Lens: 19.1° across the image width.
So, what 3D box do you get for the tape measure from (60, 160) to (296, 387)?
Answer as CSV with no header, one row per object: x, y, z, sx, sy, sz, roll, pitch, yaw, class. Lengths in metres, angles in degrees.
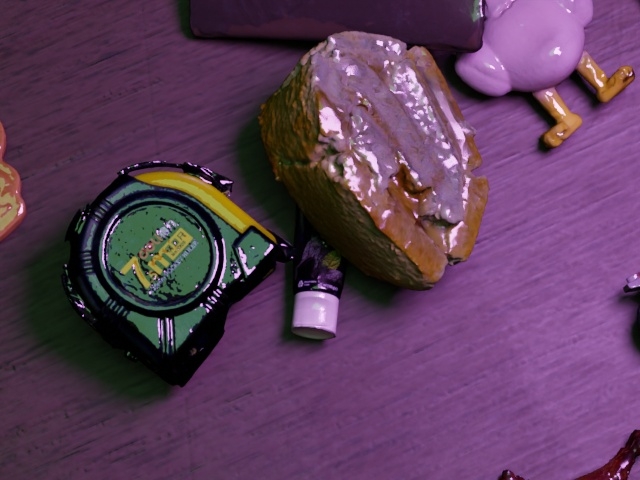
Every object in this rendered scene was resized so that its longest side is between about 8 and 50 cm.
-0.150,0.020,1.842,0.186,0.112,0.199,41,74,2,tape measure

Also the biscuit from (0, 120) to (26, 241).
-0.392,-0.091,1.907,0.144,0.040,0.236,-44,78,-5,biscuit

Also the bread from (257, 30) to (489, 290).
0.067,-0.078,1.845,0.186,0.124,0.257,-29,85,-30,bread

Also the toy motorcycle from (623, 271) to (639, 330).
0.394,0.019,1.858,0.213,0.082,0.122,-27,79,-8,toy motorcycle

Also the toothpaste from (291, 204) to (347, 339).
0.000,0.000,1.883,0.071,0.045,0.193,9,71,-6,toothpaste

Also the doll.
0.158,-0.265,1.922,0.160,0.094,0.365,-41,78,1,doll

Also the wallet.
0.017,-0.276,1.893,0.309,0.042,0.165,6,99,17,wallet

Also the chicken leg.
0.232,0.249,1.821,0.205,0.053,0.093,-14,62,-8,chicken leg
